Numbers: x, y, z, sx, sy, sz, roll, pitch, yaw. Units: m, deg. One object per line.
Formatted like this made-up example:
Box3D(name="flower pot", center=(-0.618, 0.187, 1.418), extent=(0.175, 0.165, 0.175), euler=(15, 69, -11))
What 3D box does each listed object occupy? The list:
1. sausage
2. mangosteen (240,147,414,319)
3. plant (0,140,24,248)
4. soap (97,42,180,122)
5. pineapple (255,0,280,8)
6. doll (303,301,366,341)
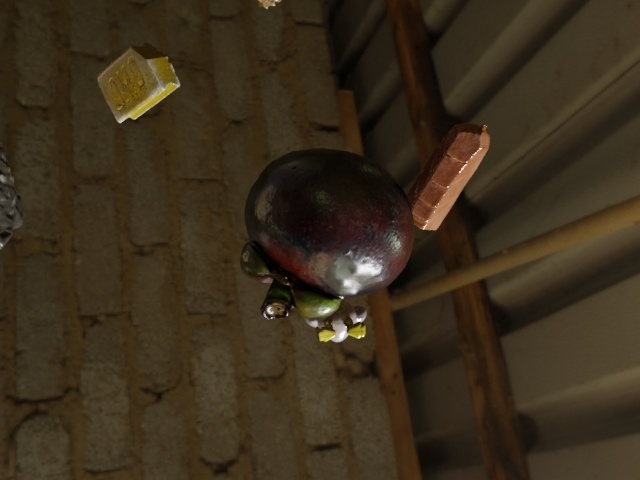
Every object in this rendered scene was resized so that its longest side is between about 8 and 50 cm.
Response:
Box3D(name="sausage", center=(0.177, -0.097, 1.001), extent=(0.169, 0.065, 0.065), euler=(-59, -147, 22))
Box3D(name="mangosteen", center=(0.010, -0.006, 0.889), extent=(0.216, 0.216, 0.216), euler=(179, -90, -69))
Box3D(name="plant", center=(-0.678, -0.123, 1.260), extent=(0.213, 0.215, 0.312), euler=(-77, 157, -52))
Box3D(name="soap", center=(-0.463, -0.404, 1.820), extent=(0.232, 0.073, 0.140), euler=(-19, -81, 45))
Box3D(name="pineapple", center=(-0.018, -0.539, 1.322), extent=(0.130, 0.277, 0.119), euler=(54, 1, -6))
Box3D(name="doll", center=(0.028, 0.152, 1.847), extent=(0.365, 0.160, 0.094), euler=(-103, -169, -61))
